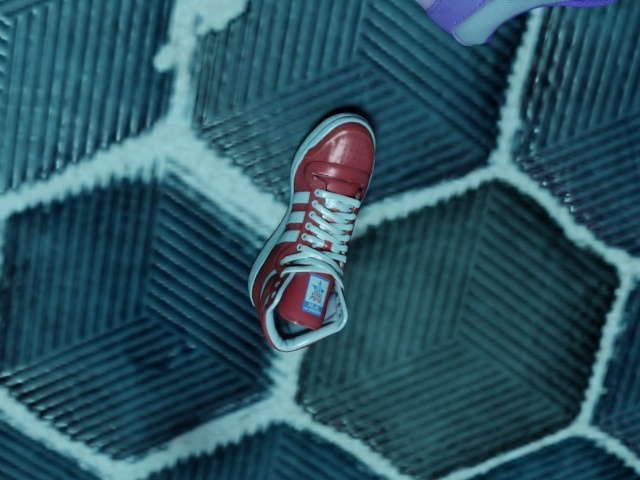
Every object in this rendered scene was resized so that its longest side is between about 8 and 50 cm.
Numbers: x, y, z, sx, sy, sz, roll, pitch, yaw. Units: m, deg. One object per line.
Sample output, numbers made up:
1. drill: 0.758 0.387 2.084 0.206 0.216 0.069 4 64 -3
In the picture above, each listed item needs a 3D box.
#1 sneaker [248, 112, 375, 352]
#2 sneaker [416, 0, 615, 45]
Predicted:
1. sneaker: 0.000 0.000 0.955 0.042 0.067 0.118 15 116 -17
2. sneaker: 0.131 -0.162 0.876 0.236 0.095 0.104 -25 127 11
